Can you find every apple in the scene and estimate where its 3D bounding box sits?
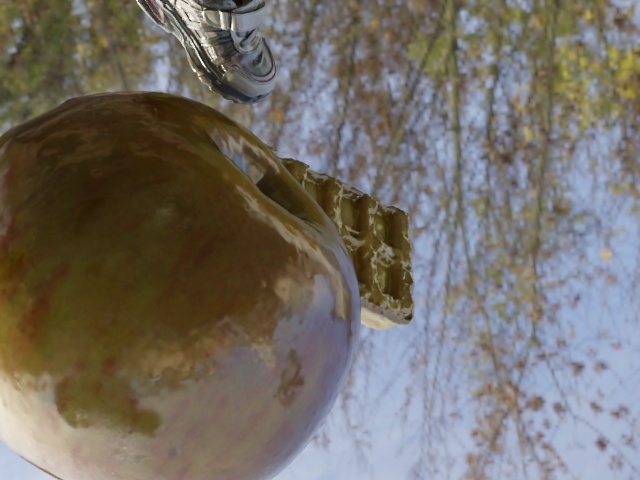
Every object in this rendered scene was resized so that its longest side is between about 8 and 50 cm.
[{"bbox_3d":[-0.150,0.043,1.100,0.400,0.333,0.400,24,-165,-7],"label":"apple"}]

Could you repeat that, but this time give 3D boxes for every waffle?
[{"bbox_3d":[0.000,0.000,1.457,0.057,0.274,0.168,-31,-133,41],"label":"waffle"}]

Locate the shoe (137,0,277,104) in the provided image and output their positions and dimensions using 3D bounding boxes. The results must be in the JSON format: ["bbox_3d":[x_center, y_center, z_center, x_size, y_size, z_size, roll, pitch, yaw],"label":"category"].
[{"bbox_3d":[-0.094,-0.222,1.156,0.092,0.180,0.089,-32,-166,43],"label":"shoe"}]
